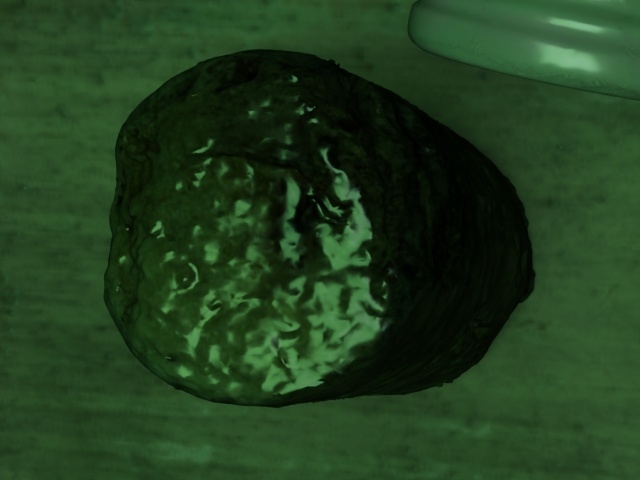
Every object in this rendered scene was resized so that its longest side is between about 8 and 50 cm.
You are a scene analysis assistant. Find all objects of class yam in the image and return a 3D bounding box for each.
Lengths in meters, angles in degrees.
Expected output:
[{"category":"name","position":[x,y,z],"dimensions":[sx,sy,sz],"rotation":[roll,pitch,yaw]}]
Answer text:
[{"category":"yam","position":[0.000,0.000,1.100],"dimensions":[0.195,0.300,0.195],"rotation":[-1,86,17]}]

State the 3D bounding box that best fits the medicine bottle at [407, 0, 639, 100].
[{"category":"medicine bottle","position":[0.172,-0.242,1.062],"dimensions":[0.202,0.202,0.316],"rotation":[14,100,14]}]
